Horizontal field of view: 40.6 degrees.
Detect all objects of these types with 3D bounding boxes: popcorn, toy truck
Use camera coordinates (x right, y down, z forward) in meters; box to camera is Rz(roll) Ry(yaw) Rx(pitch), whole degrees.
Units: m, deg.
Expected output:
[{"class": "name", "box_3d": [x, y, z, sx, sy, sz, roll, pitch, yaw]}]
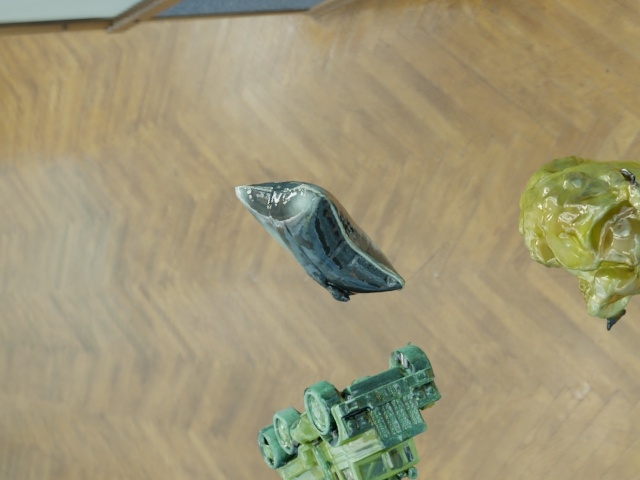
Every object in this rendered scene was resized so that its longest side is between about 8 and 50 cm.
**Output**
[{"class": "popcorn", "box_3d": [0.133, 0.002, 0.391, 0.084, 0.084, 0.084, 20, 117, 45]}, {"class": "toy truck", "box_3d": [0.038, 0.204, 0.861, 0.135, 0.128, 0.259, 64, 154, 18]}]

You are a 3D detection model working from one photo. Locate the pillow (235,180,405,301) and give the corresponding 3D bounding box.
[{"class": "pillow", "box_3d": [0.001, -0.002, 0.662, 0.136, 0.055, 0.091, 49, 176, -36]}]
